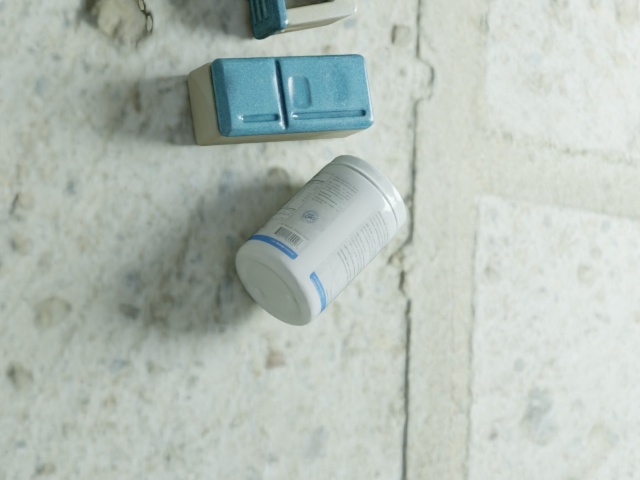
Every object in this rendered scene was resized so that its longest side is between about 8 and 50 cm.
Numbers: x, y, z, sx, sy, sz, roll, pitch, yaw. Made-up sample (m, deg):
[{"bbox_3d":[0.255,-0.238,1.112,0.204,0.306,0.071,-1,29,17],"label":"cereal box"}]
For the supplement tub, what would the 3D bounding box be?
[{"bbox_3d":[0.000,0.000,1.203,0.107,0.071,0.071,-44,103,-27],"label":"supplement tub"}]

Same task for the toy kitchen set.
[{"bbox_3d":[-0.009,-0.181,1.172,0.122,0.166,0.207,-6,85,-30],"label":"toy kitchen set"}]
